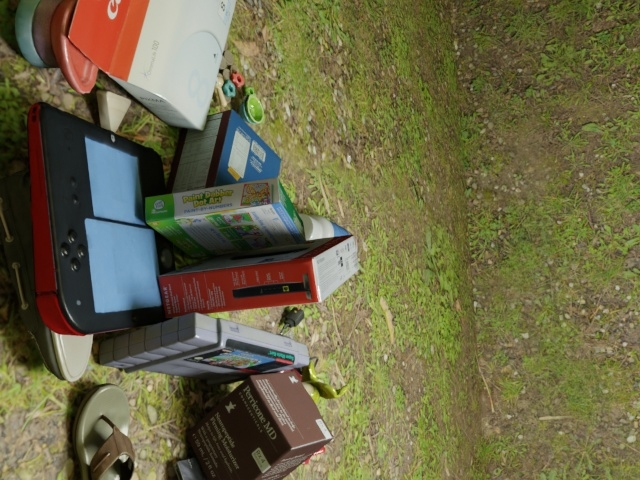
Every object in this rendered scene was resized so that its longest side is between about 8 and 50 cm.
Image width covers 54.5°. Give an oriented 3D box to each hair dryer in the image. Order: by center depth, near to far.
[{"bbox_3d":[-0.074,0.322,1.532,0.293,0.080,0.223,-45,124,-53],"label":"hair dryer"}]

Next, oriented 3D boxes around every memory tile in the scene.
[{"bbox_3d":[-0.233,-0.410,1.488,0.113,0.012,0.148,-55,129,-50],"label":"memory tile"}]

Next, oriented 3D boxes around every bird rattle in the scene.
[{"bbox_3d":[-0.061,0.410,1.451,0.207,0.143,0.253,11,107,-56],"label":"bird rattle"}]

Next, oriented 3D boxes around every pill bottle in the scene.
[{"bbox_3d":[0.000,0.000,1.691,0.221,0.124,0.124,28,60,-57],"label":"pill bottle"}]

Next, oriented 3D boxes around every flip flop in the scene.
[{"bbox_3d":[-0.351,0.379,1.030,0.112,0.080,0.276,23,64,-57],"label":"flip flop"}]

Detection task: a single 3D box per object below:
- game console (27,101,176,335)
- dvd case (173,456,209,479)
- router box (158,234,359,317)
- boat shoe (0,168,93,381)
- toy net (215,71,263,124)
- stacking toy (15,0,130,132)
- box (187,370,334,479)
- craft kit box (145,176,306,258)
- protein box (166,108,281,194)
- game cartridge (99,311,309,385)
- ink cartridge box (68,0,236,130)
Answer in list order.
[{"bbox_3d":[-0.345,-0.021,1.045,0.386,0.060,0.341,19,67,-78],"label":"game console"},{"bbox_3d":[-0.187,0.525,1.212,0.165,0.018,0.221,16,41,-57],"label":"dvd case"},{"bbox_3d":[-0.105,0.065,1.244,0.335,0.301,0.082,-27,109,-74],"label":"router box"},{"bbox_3d":[-0.433,0.055,0.973,0.112,0.096,0.334,-29,114,-77],"label":"boat shoe"},{"bbox_3d":[-0.212,-0.368,1.455,0.232,0.045,0.122,35,54,-52],"label":"toy net"},{"bbox_3d":[-0.414,-0.372,1.120,0.279,0.131,0.308,88,18,-52],"label":"stacking toy"},{"bbox_3d":[-0.121,0.393,1.255,0.168,0.203,0.167,54,20,25],"label":"box"},{"bbox_3d":[-0.171,-0.035,1.197,0.250,0.247,0.060,64,16,-71],"label":"craft kit box"},{"bbox_3d":[-0.205,-0.134,1.348,0.200,0.136,0.201,42,48,-50],"label":"protein box"},{"bbox_3d":[-0.201,0.218,1.178,0.355,0.230,0.068,29,52,-54],"label":"game cartridge"},{"bbox_3d":[-0.284,-0.413,1.143,0.385,0.091,0.308,46,57,-76],"label":"ink cartridge box"}]
